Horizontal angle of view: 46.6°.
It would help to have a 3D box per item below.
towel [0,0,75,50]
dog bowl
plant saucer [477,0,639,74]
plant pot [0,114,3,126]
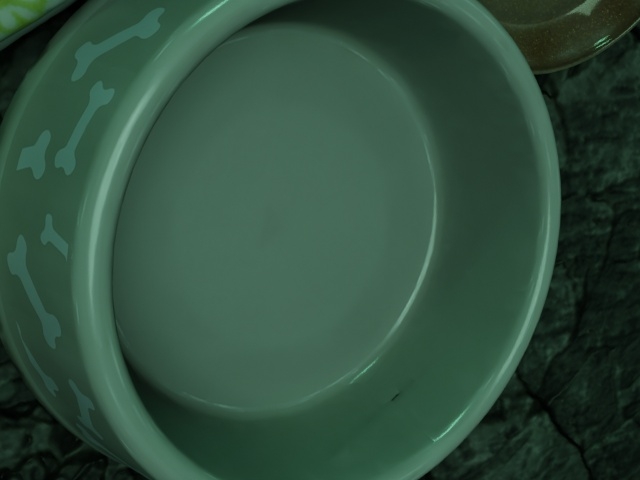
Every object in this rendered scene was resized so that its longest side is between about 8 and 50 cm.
[{"bbox_3d":[-0.126,-0.308,0.338,0.375,0.090,0.320,-33,108,3],"label":"towel"},{"bbox_3d":[0.000,0.000,0.432,0.349,0.102,0.348,-9,107,-31],"label":"dog bowl"},{"bbox_3d":[0.159,-0.207,0.484,0.199,0.036,0.198,-13,131,-15],"label":"plant saucer"},{"bbox_3d":[-0.293,0.005,0.337,0.284,0.191,0.283,-4,105,-16],"label":"plant pot"}]
